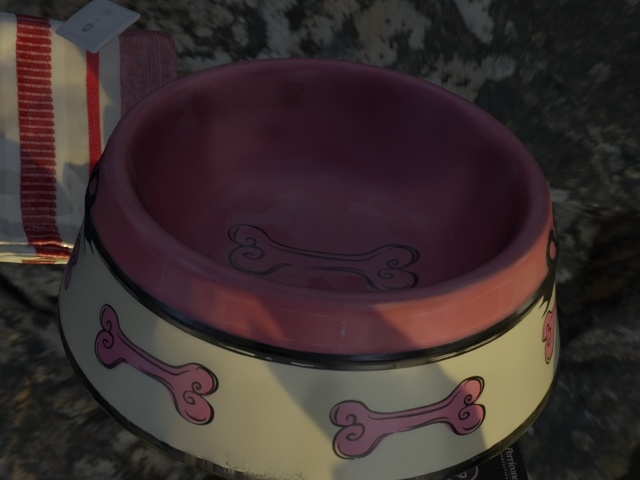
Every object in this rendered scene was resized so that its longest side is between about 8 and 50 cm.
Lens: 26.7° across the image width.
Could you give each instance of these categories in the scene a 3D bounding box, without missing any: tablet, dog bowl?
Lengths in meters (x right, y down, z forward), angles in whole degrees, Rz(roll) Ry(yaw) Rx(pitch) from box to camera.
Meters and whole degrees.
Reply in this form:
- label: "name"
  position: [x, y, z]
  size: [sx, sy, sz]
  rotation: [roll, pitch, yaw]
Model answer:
- label: "tablet"
  position: [-0.195, -0.189, 1.177]
  size: [0.054, 0.083, 0.006]
  rotation: [-42, 127, -14]
- label: "dog bowl"
  position: [0.000, 0.000, 1.053]
  size: [0.407, 0.408, 0.150]
  rotation: [11, 125, 5]

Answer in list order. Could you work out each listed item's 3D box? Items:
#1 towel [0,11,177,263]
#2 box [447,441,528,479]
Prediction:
- label: "towel"
  position: [-0.274, -0.096, 1.226]
  size: [0.329, 0.037, 0.237]
  rotation: [2, 77, -33]
- label: "box"
  position: [0.101, 0.301, 1.166]
  size: [0.184, 0.261, 0.103]
  rotation: [5, 132, -13]
